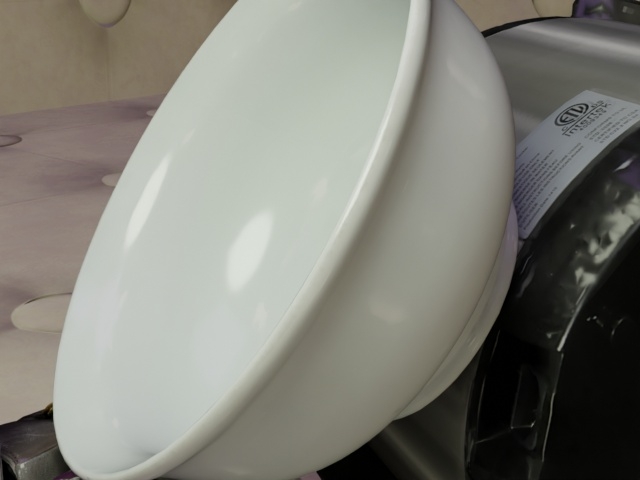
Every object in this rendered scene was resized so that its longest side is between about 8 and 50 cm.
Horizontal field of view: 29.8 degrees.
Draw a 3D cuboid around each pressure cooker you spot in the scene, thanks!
[{"bbox_3d":[0.189,0.035,0.788,0.370,0.375,0.420,-8,18,-18],"label":"pressure cooker"}]

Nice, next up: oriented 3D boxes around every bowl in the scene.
[{"bbox_3d":[0.000,0.000,0.589,0.134,0.297,0.298,30,2,-25],"label":"bowl"}]

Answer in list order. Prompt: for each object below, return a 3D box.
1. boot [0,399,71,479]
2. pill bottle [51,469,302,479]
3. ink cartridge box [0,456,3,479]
[{"bbox_3d":[-0.150,0.116,0.780,0.229,0.091,0.263,-21,-2,-34],"label":"boot"},{"bbox_3d":[-0.115,0.202,0.553,0.169,0.169,0.301,8,17,26],"label":"pill bottle"},{"bbox_3d":[-0.270,0.133,0.578,0.122,0.289,0.211,12,19,36],"label":"ink cartridge box"}]
